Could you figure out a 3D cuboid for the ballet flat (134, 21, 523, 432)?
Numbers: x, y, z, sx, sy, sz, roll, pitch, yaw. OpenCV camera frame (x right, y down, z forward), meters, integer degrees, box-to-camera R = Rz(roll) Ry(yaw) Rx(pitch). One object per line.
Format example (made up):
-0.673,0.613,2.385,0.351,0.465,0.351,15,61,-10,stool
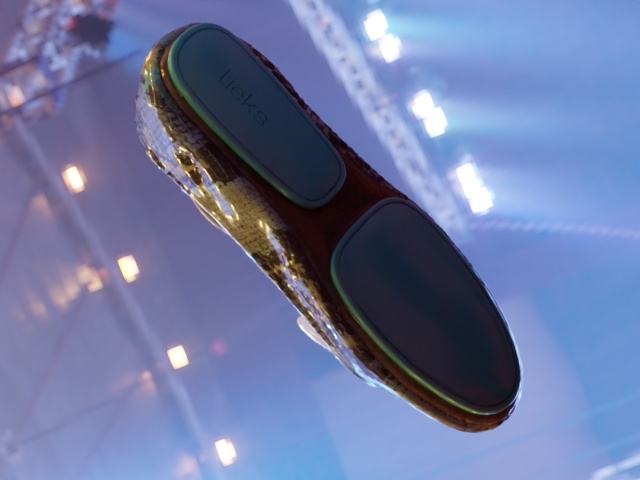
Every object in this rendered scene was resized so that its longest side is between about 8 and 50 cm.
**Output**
0.000,0.000,0.661,0.188,0.070,0.070,51,-167,2,ballet flat
